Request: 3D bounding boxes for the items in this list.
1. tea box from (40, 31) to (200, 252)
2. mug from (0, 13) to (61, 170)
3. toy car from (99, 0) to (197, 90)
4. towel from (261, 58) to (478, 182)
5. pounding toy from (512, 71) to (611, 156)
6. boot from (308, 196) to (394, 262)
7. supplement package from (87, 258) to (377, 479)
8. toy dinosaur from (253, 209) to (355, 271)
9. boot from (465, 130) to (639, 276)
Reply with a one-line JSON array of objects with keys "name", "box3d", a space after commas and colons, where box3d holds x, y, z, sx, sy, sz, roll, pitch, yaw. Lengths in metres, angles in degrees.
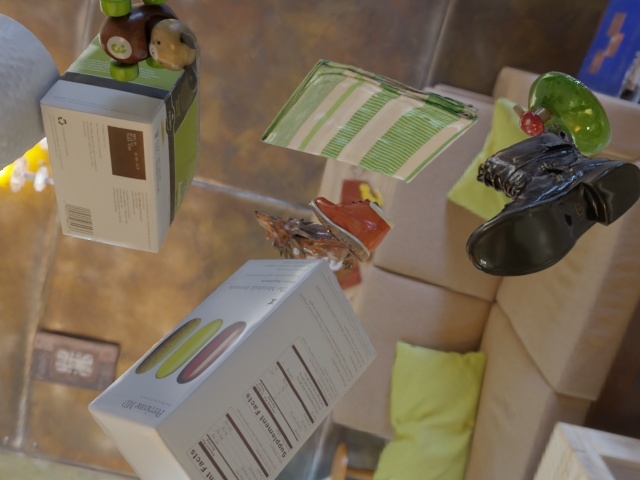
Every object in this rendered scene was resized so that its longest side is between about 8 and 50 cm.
[{"name": "tea box", "box3d": [-0.395, -0.213, 1.542, 0.323, 0.220, 0.329, -75, -5, -49]}, {"name": "mug", "box3d": [-0.698, -0.262, 1.304, 0.276, 0.374, 0.328, -40, 16, 32]}, {"name": "toy car", "box3d": [-0.274, -0.334, 1.270, 0.149, 0.188, 0.155, -31, -36, -32]}, {"name": "towel", "box3d": [0.090, -0.206, 1.345, 0.248, 0.325, 0.038, -43, 42, 50]}, {"name": "pounding toy", "box3d": [0.429, -0.204, 1.402, 0.110, 0.183, 0.237, -39, -4, -11]}, {"name": "boot", "box3d": [0.047, -0.036, 1.136, 0.084, 0.059, 0.158, -45, 47, -5]}, {"name": "supplement package", "box3d": [-0.082, 0.142, 0.752, 0.139, 0.134, 0.244, -3, 33, 47]}, {"name": "toy dinosaur", "box3d": [0.000, 0.000, 1.693, 0.200, 0.295, 0.127, 100, 164, -70]}, {"name": "boot", "box3d": [0.275, -0.061, 1.001, 0.091, 0.263, 0.229, 68, 172, -25]}]
